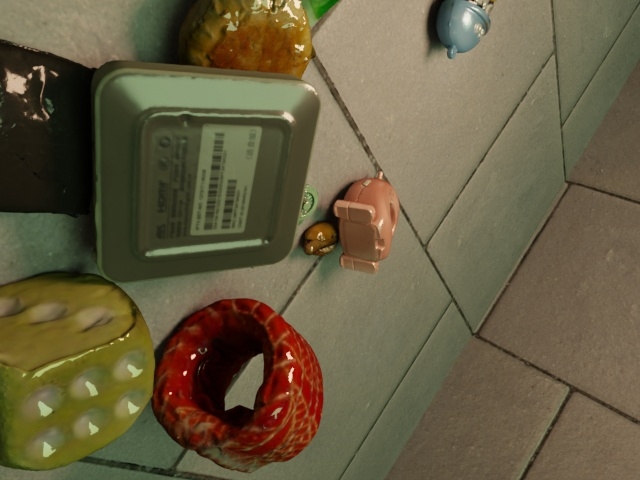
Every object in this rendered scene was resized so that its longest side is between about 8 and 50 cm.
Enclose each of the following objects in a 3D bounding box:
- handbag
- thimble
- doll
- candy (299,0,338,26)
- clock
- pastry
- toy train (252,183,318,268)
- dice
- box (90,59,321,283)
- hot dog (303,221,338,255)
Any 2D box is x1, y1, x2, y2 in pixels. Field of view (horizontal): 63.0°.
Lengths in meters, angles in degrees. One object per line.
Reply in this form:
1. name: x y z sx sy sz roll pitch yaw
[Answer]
1. handbag: -0.421 -0.151 0.764 0.223 0.080 0.247 1 111 -51
2. thimble: -0.174 0.313 1.146 0.350 0.350 0.230 -51 143 -16
3. doll: 0.407 -0.642 1.416 0.177 0.141 0.314 18 94 -58
4. candy: -0.023 -0.522 0.957 0.398 0.172 0.263 -40 135 -9
5. clock: 0.150 -0.060 1.437 0.241 0.142 0.227 -52 144 -46
6. pastry: -0.136 -0.341 0.926 0.257 0.121 0.236 -40 145 18
7. toy train: -0.145 -0.099 1.083 0.221 0.150 0.304 -43 137 -9
8. dice: -0.428 0.204 0.848 0.238 0.233 0.226 -16 124 -44
9. box: -0.194 -0.105 0.894 0.373 0.090 0.367 -7 123 -31
10. hot dog: 0.001 -0.002 1.387 0.140 0.060 0.089 -7 113 -47
